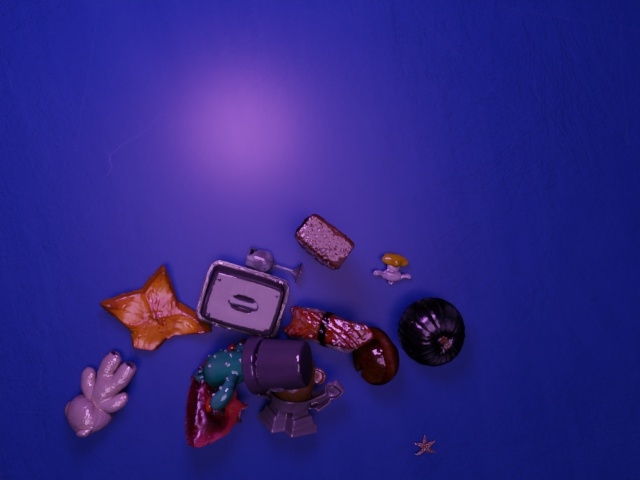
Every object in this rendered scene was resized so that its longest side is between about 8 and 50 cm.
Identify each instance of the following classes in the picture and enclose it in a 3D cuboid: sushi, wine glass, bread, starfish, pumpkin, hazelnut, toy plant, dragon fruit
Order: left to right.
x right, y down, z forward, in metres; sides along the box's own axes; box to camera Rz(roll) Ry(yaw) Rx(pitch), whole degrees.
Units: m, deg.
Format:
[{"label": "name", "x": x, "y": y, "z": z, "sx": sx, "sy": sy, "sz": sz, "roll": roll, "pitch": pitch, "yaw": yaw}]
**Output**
[{"label": "pumpkin", "x": -0.560, "y": 0.260, "z": 1.726, "sx": 0.258, "sy": 0.095, "sz": 0.290, "roll": -33, "pitch": 101, "yaw": -7}, {"label": "dragon fruit", "x": -0.364, "y": 0.596, "z": 1.753, "sx": 0.211, "sy": 0.134, "sz": 0.262, "roll": 14, "pitch": 56, "yaw": -20}, {"label": "toy plant", "x": -0.235, "y": 0.420, "z": 1.644, "sx": 0.400, "sy": 0.185, "sz": 0.280, "roll": -6, "pitch": 54, "yaw": 16}, {"label": "wine glass", "x": -0.166, "y": 0.085, "z": 1.763, "sx": 0.195, "sy": 0.079, "sz": 0.079, "roll": 19, "pitch": 92, "yaw": -9}, {"label": "bread", "x": 0.000, "y": 0.000, "z": 1.609, "sx": 0.165, "sy": 0.416, "sz": 0.113, "roll": 40, "pitch": 89, "yaw": -3}, {"label": "sushi", "x": 0.022, "y": 0.310, "z": 1.739, "sx": 0.331, "sy": 0.130, "sz": 0.124, "roll": 14, "pitch": 78, "yaw": 15}, {"label": "hazelnut", "x": 0.201, "y": 0.406, "z": 1.791, "sx": 0.178, "sy": 0.178, "sz": 0.204, "roll": -31, "pitch": 66, "yaw": -3}, {"label": "starfish", "x": 0.400, "y": 0.789, "z": 1.912, "sx": 0.092, "sy": 0.016, "sz": 0.086, "roll": -39, "pitch": 96, "yaw": -7}, {"label": "pumpkin", "x": 0.400, "y": 0.330, "z": 1.781, "sx": 0.249, "sy": 0.216, "sz": 0.250, "roll": -5, "pitch": 109, "yaw": -15}]

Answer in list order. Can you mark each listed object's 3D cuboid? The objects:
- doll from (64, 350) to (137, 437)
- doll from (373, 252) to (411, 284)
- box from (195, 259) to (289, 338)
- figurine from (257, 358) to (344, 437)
[{"label": "doll", "x": -0.741, "y": 0.526, "z": 1.727, "sx": 0.278, "sy": 0.175, "sz": 0.149, "roll": -57, "pitch": 136, "yaw": -8}, {"label": "doll", "x": 0.272, "y": 0.108, "z": 1.823, "sx": 0.135, "sy": 0.071, "sz": 0.113, "roll": 30, "pitch": 99, "yaw": -12}, {"label": "box", "x": -0.264, "y": 0.202, "z": 1.717, "sx": 0.290, "sy": 0.166, "sz": 0.221, "roll": 17, "pitch": 92, "yaw": -8}, {"label": "figurine", "x": -0.097, "y": 0.524, "z": 1.760, "sx": 0.342, "sy": 0.167, "sz": 0.285, "roll": 6, "pitch": 96, "yaw": -12}]
